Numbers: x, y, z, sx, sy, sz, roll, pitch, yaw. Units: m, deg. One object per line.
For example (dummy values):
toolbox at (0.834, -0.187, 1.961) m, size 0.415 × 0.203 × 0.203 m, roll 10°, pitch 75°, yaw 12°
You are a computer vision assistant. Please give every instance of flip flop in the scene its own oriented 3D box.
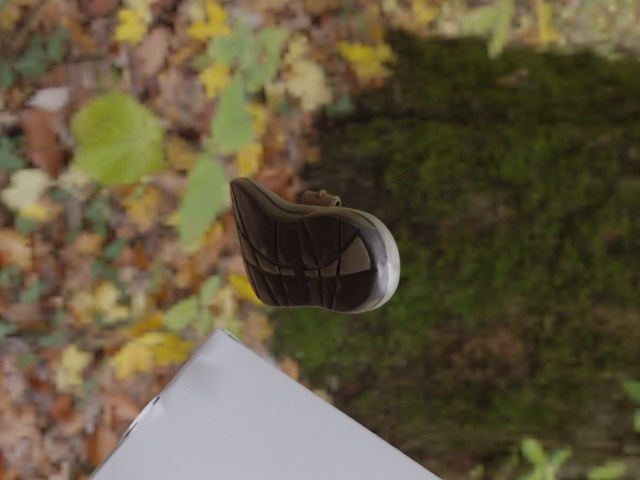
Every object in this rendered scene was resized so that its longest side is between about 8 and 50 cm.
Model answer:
flip flop at (0.000, 0.000, 1.621) m, size 0.080 × 0.277 × 0.112 m, roll -17°, pitch 103°, yaw -28°

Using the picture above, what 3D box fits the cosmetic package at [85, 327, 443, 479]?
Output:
cosmetic package at (0.016, 0.250, 1.223) m, size 0.197 × 0.365 × 0.155 m, roll -47°, pitch 166°, yaw -38°
